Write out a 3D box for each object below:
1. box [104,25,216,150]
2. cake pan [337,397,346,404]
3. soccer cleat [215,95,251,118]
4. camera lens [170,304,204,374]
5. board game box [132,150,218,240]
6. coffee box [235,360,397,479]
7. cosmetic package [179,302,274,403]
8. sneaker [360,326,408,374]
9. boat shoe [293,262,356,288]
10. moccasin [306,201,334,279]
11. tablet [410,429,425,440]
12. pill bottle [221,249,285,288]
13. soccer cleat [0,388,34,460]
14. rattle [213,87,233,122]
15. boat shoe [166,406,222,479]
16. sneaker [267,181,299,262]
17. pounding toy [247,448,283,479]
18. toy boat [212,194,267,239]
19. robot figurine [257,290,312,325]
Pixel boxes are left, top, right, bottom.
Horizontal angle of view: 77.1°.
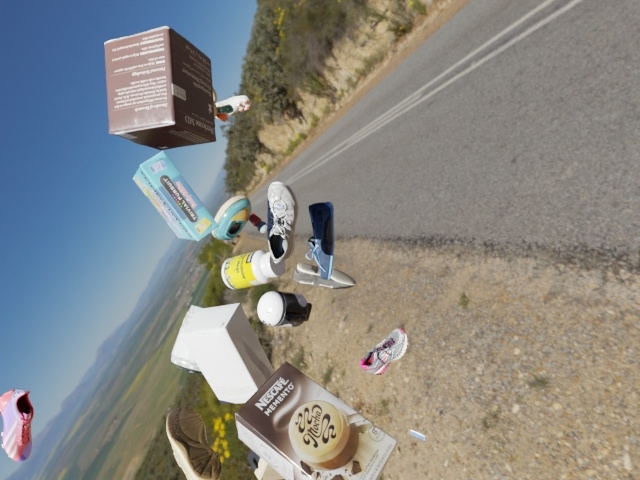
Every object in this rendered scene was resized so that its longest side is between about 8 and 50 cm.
[{"bbox_3d":[-0.354,-0.329,0.907,0.168,0.167,0.203,-4,-91,-74],"label":"box"},{"bbox_3d":[0.067,0.805,1.674,0.293,0.054,0.293,13,107,51],"label":"cake pan"},{"bbox_3d":[-0.386,-0.555,1.671,0.068,0.196,0.076,81,170,-46],"label":"soccer cleat"},{"bbox_3d":[-0.534,0.452,1.822,0.219,0.219,0.274,-17,55,65],"label":"camera lens"},{"bbox_3d":[-0.462,-0.124,1.250,0.079,0.253,0.336,-40,19,-21],"label":"board game box"},{"bbox_3d":[-0.015,0.420,0.850,0.168,0.297,0.118,-40,-32,-40],"label":"coffee box"},{"bbox_3d":[-0.337,0.431,1.506,0.197,0.365,0.155,-10,26,18],"label":"cosmetic package"},{"bbox_3d":[0.314,0.544,1.962,0.299,0.112,0.121,-56,29,20],"label":"sneaker"},{"bbox_3d":[0.019,0.202,2.113,0.112,0.335,0.095,-101,31,-58],"label":"boat shoe"},{"bbox_3d":[0.000,0.000,1.701,0.137,0.117,0.341,-75,-15,-74],"label":"moccasin"},{"bbox_3d":[0.355,0.709,1.463,0.006,0.054,0.083,-61,-28,-27],"label":"tablet"},{"bbox_3d":[-0.368,0.157,2.225,0.334,0.188,0.188,-15,39,30],"label":"pill bottle"},{"bbox_3d":[-1.010,0.623,1.354,0.083,0.095,0.248,-19,-79,-81],"label":"soccer cleat"},{"bbox_3d":[-0.366,-0.421,1.291,0.130,0.200,0.142,-42,44,7],"label":"rattle"},{"bbox_3d":[-0.433,0.698,1.337,0.341,0.122,0.110,33,119,50],"label":"boat shoe"},{"bbox_3d":[-0.130,-0.056,1.353,0.115,0.105,0.281,-67,-25,-70],"label":"sneaker"},{"bbox_3d":[-0.182,0.777,1.422,0.141,0.130,0.100,28,98,53],"label":"pounding toy"},{"bbox_3d":[-0.404,-0.103,2.107,0.267,0.148,0.318,-57,-26,16],"label":"toy boat"},{"bbox_3d":[-0.176,0.341,1.983,0.209,0.278,0.173,-34,57,39],"label":"robot figurine"}]
